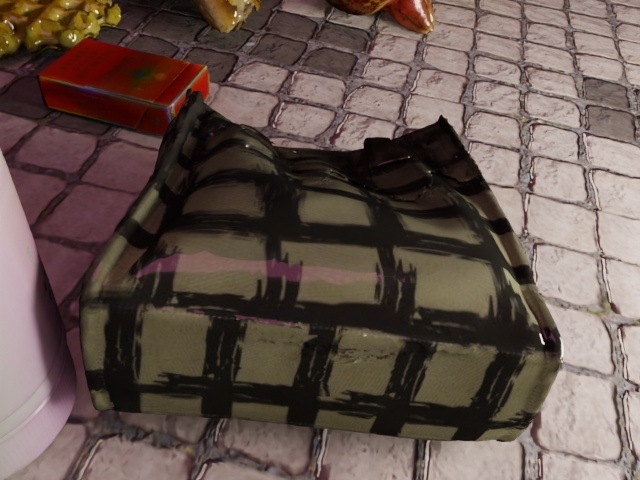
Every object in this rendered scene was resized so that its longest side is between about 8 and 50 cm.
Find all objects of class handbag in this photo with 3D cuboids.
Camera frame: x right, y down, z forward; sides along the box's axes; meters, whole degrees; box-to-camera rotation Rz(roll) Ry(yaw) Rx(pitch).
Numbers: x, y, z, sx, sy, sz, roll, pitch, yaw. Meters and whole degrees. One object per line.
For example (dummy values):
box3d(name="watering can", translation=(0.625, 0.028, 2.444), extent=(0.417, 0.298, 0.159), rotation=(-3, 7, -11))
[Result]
box3d(name="handbag", translation=(0.000, 0.000, 0.518), extent=(0.325, 0.162, 0.327), rotation=(7, 38, -7))

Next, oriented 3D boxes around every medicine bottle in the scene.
box3d(name="medicine bottle", translation=(-0.252, 0.040, 0.365), extent=(0.152, 0.254, 0.152), rotation=(4, 45, -4))

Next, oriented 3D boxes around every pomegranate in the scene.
box3d(name="pomegranate", translation=(0.104, -0.437, 0.949), extent=(0.248, 0.214, 0.214), rotation=(53, 51, -10))

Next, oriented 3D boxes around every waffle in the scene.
box3d(name="waffle", translation=(-0.442, -0.342, 0.850), extent=(0.291, 0.051, 0.291), rotation=(6, 44, -5))

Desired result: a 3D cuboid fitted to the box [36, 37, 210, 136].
box3d(name="box", translation=(-0.242, -0.193, 0.736), extent=(0.175, 0.048, 0.112), rotation=(15, 44, 7))

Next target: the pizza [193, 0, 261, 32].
box3d(name="pizza", translation=(-0.212, -0.559, 0.913), extent=(0.080, 0.392, 0.435), rotation=(-25, 35, 20))
